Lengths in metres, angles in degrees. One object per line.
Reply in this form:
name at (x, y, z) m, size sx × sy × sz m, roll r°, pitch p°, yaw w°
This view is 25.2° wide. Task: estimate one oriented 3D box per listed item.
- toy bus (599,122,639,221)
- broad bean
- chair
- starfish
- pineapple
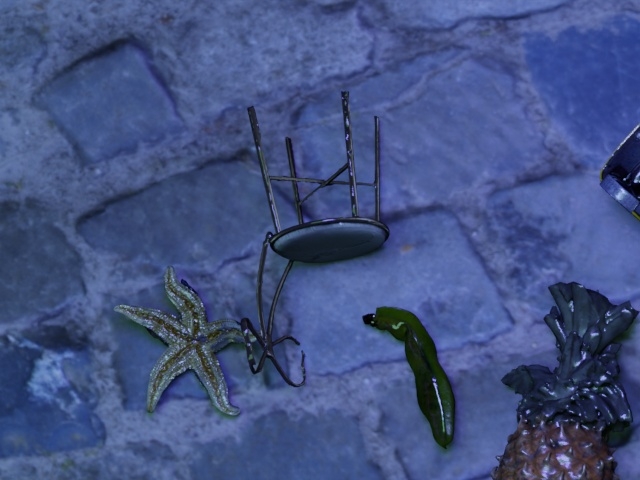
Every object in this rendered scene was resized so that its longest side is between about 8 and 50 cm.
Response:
toy bus at (0.446, -0.017, 1.539) m, size 0.145 × 0.151 × 0.331 m, roll -49°, pitch 37°, yaw 12°
broad bean at (0.120, 0.152, 1.712) m, size 0.061 × 0.046 × 0.195 m, roll -41°, pitch 65°, yaw 20°
chair at (0.000, 0.000, 1.727) m, size 0.170 × 0.160 × 0.326 m, roll -10°, pitch 73°, yaw 18°
starfish at (-0.173, 0.143, 1.809) m, size 0.208 × 0.053 × 0.176 m, roll 39°, pitch 93°, yaw 19°
pineapple at (0.271, 0.201, 1.613) m, size 0.170 × 0.141 × 0.310 m, roll 0°, pitch 72°, yaw 44°
